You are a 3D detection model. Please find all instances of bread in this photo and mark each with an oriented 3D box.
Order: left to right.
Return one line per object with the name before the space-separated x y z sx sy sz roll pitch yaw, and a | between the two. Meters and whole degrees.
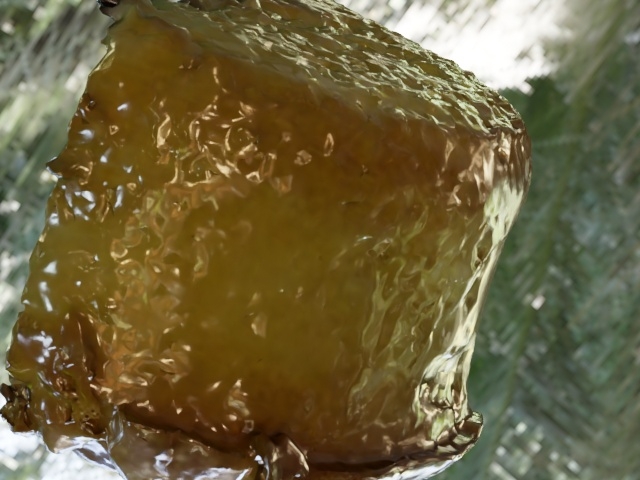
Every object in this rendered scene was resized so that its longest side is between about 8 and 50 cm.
bread | 0.000 0.002 0.587 0.147 0.160 0.260 20 -170 11
